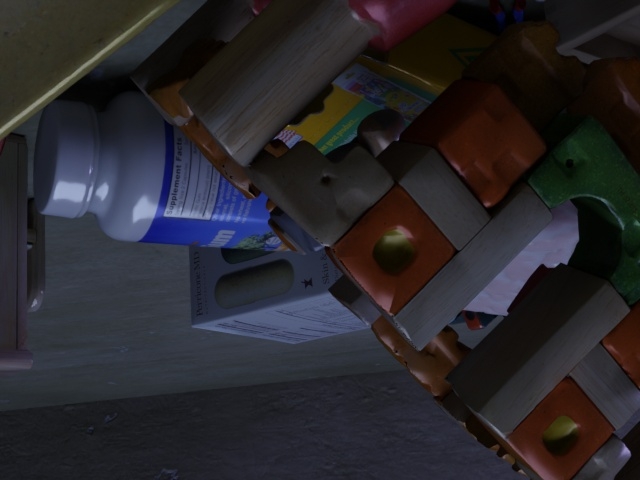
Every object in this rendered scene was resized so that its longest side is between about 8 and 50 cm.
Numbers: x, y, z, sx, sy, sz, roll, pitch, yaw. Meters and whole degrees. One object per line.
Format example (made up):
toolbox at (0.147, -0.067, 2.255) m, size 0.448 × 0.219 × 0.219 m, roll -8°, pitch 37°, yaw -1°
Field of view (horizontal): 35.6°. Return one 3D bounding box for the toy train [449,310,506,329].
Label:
toy train at (0.247, 0.025, 1.330) m, size 0.190 × 0.142 × 0.334 m, roll -18°, pitch -172°, yaw 37°

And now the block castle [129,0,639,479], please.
block castle at (0.101, -0.025, 0.691) m, size 0.453 × 0.213 × 0.303 m, roll 47°, pitch 176°, yaw -20°

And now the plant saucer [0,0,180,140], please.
plant saucer at (-0.176, -0.208, 0.452) m, size 0.333 × 0.081 × 0.333 m, roll -35°, pitch 150°, yaw 8°

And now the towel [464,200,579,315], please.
towel at (0.277, -0.003, 0.964) m, size 0.317 × 0.053 × 0.332 m, roll 5°, pitch 153°, yaw 13°

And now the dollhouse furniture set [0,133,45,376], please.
dollhouse furniture set at (-0.491, 0.050, 1.147) m, size 0.362 × 0.256 × 0.394 m, roll 9°, pitch 159°, yaw -39°

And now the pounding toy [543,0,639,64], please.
pounding toy at (0.311, -0.203, 0.782) m, size 0.206 × 0.094 × 0.181 m, roll 7°, pitch 161°, yaw -37°

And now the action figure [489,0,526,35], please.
action figure at (0.174, -0.190, 0.912) m, size 0.038 × 0.030 × 0.115 m, roll -11°, pitch 165°, yaw 12°

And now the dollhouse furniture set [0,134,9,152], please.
dollhouse furniture set at (-0.287, -0.173, 0.614) m, size 0.201 × 0.152 × 0.374 m, roll 2°, pitch 163°, yaw -22°

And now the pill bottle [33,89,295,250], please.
pill bottle at (-0.144, -0.070, 1.013) m, size 0.272 × 0.152 × 0.152 m, roll 4°, pitch 162°, yaw -27°

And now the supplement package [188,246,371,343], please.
supplement package at (0.000, 0.000, 1.209) m, size 0.263 × 0.199 × 0.198 m, roll -16°, pitch 160°, yaw 35°

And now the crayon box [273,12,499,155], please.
crayon box at (0.113, -0.114, 0.949) m, size 0.323 × 0.083 × 0.203 m, roll 19°, pitch 154°, yaw -20°
